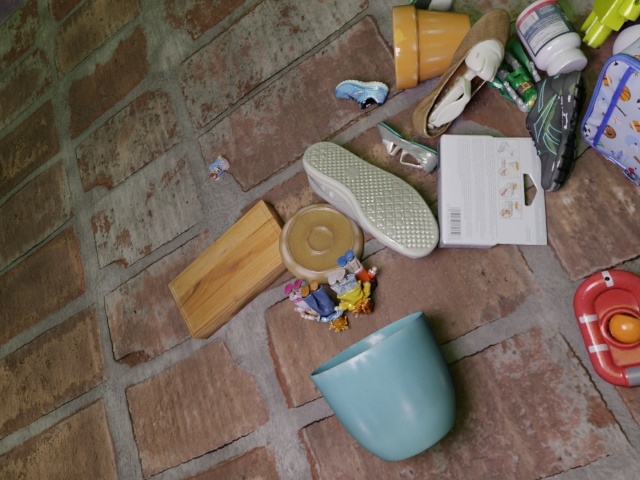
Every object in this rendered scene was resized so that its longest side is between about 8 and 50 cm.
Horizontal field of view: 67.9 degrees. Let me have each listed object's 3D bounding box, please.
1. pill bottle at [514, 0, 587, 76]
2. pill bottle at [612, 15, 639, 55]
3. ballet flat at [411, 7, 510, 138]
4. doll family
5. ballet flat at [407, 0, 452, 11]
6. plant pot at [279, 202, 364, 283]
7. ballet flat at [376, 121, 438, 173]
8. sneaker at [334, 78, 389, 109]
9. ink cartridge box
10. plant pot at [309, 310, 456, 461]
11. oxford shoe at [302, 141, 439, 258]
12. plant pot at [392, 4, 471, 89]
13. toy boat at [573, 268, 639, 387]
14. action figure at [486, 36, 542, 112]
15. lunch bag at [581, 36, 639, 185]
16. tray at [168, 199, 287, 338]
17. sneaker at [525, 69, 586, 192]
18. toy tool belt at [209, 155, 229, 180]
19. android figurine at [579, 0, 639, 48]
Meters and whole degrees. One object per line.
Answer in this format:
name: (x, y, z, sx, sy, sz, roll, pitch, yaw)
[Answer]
pill bottle: (0.550, -0.471, 1.130, 0.107, 0.108, 0.180, -25, 69, 19)
pill bottle: (0.744, -0.460, 0.989, 0.181, 0.181, 0.323, 28, 91, 29)
ballet flat: (0.348, -0.384, 1.153, 0.342, 0.116, 0.124, -50, 26, 28)
doll family: (0.039, 0.157, 1.216, 0.262, 0.163, 0.119, -28, 35, 19)
ballet flat: (0.339, -0.694, 1.299, 0.096, 0.095, 0.281, 40, 97, 16)
plant pot: (0.000, 0.000, 1.292, 0.236, 0.032, 0.237, -2, 70, 7)
ballet flat: (0.217, -0.245, 1.265, 0.213, 0.072, 0.068, 37, 102, 28)
sneaker: (0.111, -0.415, 1.361, 0.161, 0.063, 0.073, 10, 86, 28)
ink cartridge box: (0.408, -0.118, 1.149, 0.238, 0.060, 0.276, 2, 78, 2)
plant pot: (0.158, 0.330, 1.047, 0.292, 0.293, 0.235, -32, 81, 16)
oxford shoe: (0.125, -0.101, 1.242, 0.169, 0.130, 0.449, -37, 59, -21)
plant pot: (0.286, -0.507, 1.233, 0.187, 0.205, 0.205, -4, 76, 10)
toy boat: (0.596, 0.169, 0.933, 0.150, 0.151, 0.231, -18, 71, 21)
action figure: (0.490, -0.393, 1.172, 0.137, 0.063, 0.232, -34, 69, 12)
lunch bag: (0.640, -0.242, 0.931, 0.115, 0.303, 0.243, -39, 65, -1)
tray: (-0.260, 0.089, 1.422, 0.411, 0.076, 0.203, -41, 64, 13)
sneaker: (0.530, -0.245, 1.088, 0.106, 0.101, 0.268, 12, 98, 41)
toy tool belt: (-0.340, -0.239, 1.549, 0.083, 0.051, 0.052, -46, 63, 10)
android figurine: (0.656, -0.548, 0.995, 0.056, 0.248, 0.273, 27, 131, 1)
